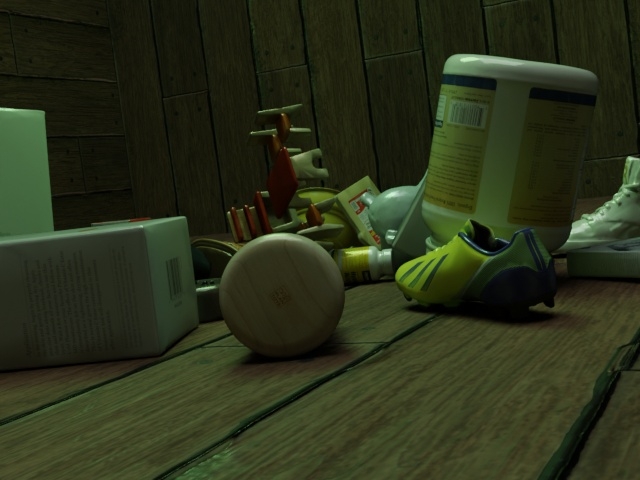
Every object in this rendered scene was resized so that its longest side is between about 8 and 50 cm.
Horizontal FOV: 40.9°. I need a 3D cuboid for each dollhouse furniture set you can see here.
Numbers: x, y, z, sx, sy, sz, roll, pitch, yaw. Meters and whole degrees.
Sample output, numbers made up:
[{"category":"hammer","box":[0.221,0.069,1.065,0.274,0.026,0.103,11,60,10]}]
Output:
[{"category":"dollhouse furniture set","box":[-0.084,-0.083,1.626,0.135,0.261,0.259,-11,-20,-20]}]

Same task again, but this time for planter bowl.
[{"category":"planter bowl","box":[0.000,0.000,1.798,0.217,0.217,0.090,-6,42,17]}]

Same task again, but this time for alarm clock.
[{"category":"alarm clock","box":[-0.169,0.090,1.367,0.192,0.064,0.129,-6,3,-35]}]

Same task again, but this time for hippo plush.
[{"category":"hippo plush","box":[0.220,-0.044,1.591,0.237,0.294,0.234,-29,45,-13]}]

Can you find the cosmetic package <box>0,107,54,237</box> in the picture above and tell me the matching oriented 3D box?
[{"category":"cosmetic package","box":[-0.614,-0.041,1.587,0.217,0.384,0.156,-4,-2,42]}]

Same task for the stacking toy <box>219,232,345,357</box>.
[{"category":"stacking toy","box":[-0.033,0.067,1.103,0.141,0.141,0.330,-7,-3,3]}]

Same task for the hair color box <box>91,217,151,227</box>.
[{"category":"hair color box","box":[-0.317,0.050,1.397,0.093,0.167,0.053,-4,4,35]}]

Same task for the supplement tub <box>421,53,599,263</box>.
[{"category":"supplement tub","box":[0.276,-0.109,1.290,0.229,0.316,0.228,8,11,-2]}]

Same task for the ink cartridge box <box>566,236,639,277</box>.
[{"category":"ink cartridge box","box":[0.514,0.020,1.242,0.223,0.045,0.224,-9,5,-24]}]

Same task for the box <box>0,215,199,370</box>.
[{"category":"box","box":[-0.365,0.072,1.173,0.346,0.168,0.215,-6,4,6]}]

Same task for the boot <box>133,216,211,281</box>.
[{"category":"boot","box":[-0.280,0.029,1.595,0.207,0.094,0.247,22,-12,-42]}]

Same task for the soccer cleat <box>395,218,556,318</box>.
[{"category":"soccer cleat","box":[0.191,0.029,1.107,0.094,0.121,0.289,-17,8,-27]}]

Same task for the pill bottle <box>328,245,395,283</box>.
[{"category":"pill bottle","box":[0.074,0.044,1.540,0.116,0.065,0.065,-7,4,13]}]

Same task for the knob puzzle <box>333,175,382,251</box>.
[{"category":"knob puzzle","box":[0.110,-0.026,1.726,0.030,0.213,0.213,-35,-11,30]}]

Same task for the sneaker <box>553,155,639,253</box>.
[{"category":"sneaker","box":[0.544,-0.067,1.568,0.293,0.169,0.108,-8,6,2]}]

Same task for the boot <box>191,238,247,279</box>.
[{"category":"boot","box":[-0.186,0.050,1.808,0.284,0.108,0.220,-13,-5,44]}]

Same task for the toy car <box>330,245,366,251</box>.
[{"category":"toy car","box":[-0.025,0.055,1.650,0.239,0.053,0.225,-7,4,14]}]

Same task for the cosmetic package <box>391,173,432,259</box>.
[{"category":"cosmetic package","box":[0.228,-0.066,1.466,0.127,0.237,0.107,29,8,1]}]
